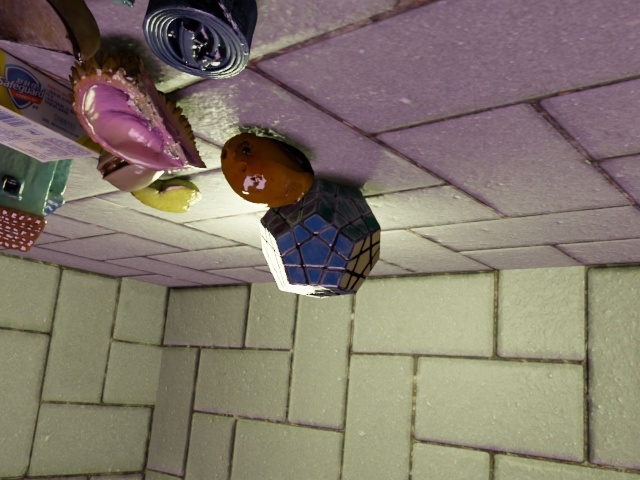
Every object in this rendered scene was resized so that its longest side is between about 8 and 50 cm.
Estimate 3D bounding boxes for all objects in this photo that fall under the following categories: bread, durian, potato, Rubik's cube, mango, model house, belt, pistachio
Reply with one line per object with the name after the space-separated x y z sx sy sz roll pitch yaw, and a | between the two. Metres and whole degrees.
-0.398 -0.133 1.694 0.149 0.065 0.187 -21 150 40 | bread
-0.328 -0.231 1.138 0.191 0.112 0.341 11 161 16 | durian
-0.380 -0.319 0.852 0.261 0.100 0.120 18 129 25 | potato
0.000 0.000 1.650 0.319 0.319 0.264 4 -166 5 | Rubik's cube
-0.113 -0.144 1.386 0.156 0.151 0.248 34 -170 30 | mango
-0.752 -0.077 1.464 0.251 0.329 0.295 -11 158 41 | model house
-0.157 -0.289 0.858 0.141 0.082 0.190 9 168 -6 | belt
-0.385 -0.175 1.362 0.152 0.126 0.223 -29 -174 -40 | pistachio

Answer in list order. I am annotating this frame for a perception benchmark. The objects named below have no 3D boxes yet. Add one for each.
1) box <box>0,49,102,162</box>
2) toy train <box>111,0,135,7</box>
-0.547 -0.238 1.190 0.168 0.097 0.265 -2 165 27 | box
-0.262 -0.334 0.826 0.045 0.029 0.092 19 166 11 | toy train
